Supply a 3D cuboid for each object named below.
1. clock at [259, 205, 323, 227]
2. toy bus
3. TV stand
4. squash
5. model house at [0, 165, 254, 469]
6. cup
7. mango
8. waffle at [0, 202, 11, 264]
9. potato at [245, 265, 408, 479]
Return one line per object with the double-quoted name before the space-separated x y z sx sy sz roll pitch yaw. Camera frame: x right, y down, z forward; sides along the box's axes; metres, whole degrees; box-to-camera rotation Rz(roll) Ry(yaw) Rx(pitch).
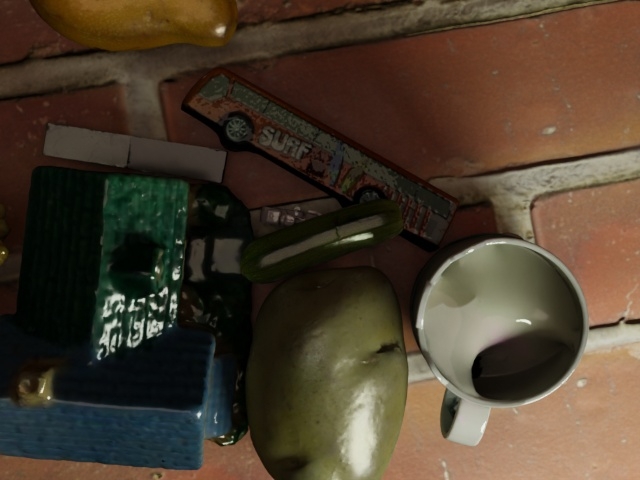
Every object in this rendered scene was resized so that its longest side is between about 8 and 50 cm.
"clock" -0.024 -0.026 1.861 0.129 0.087 0.041 11 93 7
"toy bus" -0.002 -0.111 1.851 0.408 0.093 0.092 29 85 -3
"TV stand" -0.261 -0.124 1.872 0.256 0.040 0.049 9 94 -1
"squash" 0.000 0.000 1.774 0.228 0.066 0.066 -19 93 -3
"model house" -0.254 0.101 1.735 0.334 0.342 0.382 4 93 1
"cup" 0.221 0.130 1.780 0.219 0.257 0.290 14 93 -1
"mango" -0.259 -0.344 1.823 0.294 0.120 0.177 9 90 -9
"waffle" -0.537 0.065 1.756 0.151 0.261 0.324 29 121 -24
"potato" 0.009 0.192 1.791 0.221 0.243 0.326 -1 107 5
